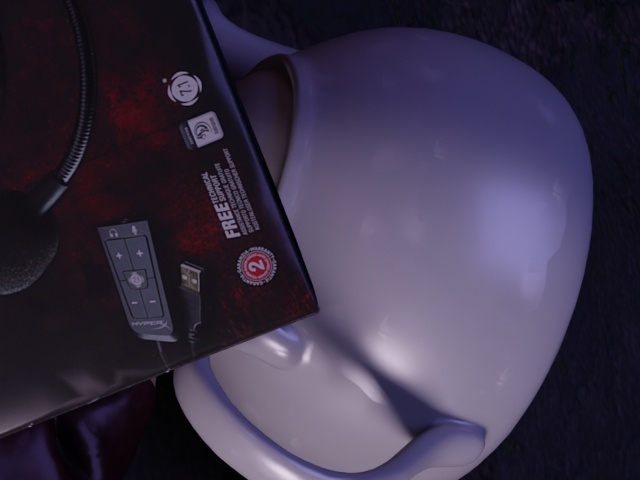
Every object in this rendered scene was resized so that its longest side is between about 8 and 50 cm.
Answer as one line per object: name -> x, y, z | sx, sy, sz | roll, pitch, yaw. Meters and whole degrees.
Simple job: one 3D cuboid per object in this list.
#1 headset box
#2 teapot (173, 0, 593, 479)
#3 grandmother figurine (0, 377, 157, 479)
headset box -> -0.176, -0.031, 0.492 | 0.110, 0.293, 0.218 | -115, -175, -78
teapot -> 0.000, 0.000, 0.788 | 0.187, 0.256, 0.252 | 19, 81, -21
grandmother figurine -> -0.148, 0.052, 0.618 | 0.208, 0.104, 0.342 | -8, 80, -21
